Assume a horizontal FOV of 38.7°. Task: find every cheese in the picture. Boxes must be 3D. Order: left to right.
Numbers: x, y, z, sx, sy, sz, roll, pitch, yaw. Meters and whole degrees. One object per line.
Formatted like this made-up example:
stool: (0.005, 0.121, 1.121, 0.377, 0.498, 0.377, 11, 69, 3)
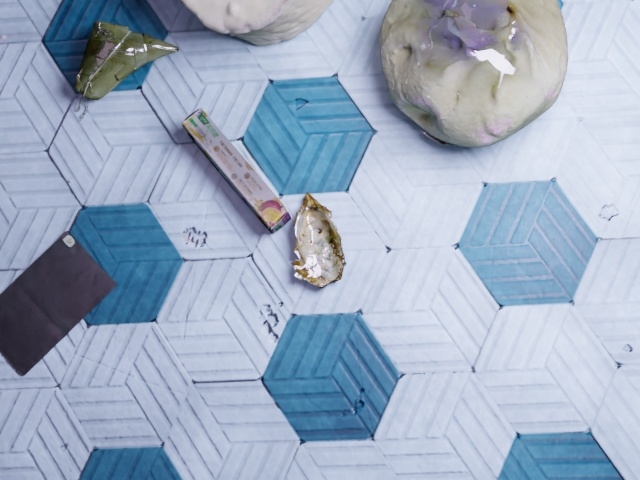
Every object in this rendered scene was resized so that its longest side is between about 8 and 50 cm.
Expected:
cheese: (-0.093, -0.453, 1.286, 0.292, 0.153, 0.332, 28, 98, 13)

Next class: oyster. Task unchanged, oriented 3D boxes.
oyster: (0.000, 0.000, 1.290, 0.086, 0.029, 0.132, 12, 79, 1)

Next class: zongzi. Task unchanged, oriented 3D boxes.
zongzi: (-0.292, -0.236, 1.346, 0.130, 0.062, 0.154, 19, 89, -4)

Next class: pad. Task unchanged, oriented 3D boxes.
pad: (-0.400, 0.091, 1.322, 0.193, 0.004, 0.116, -45, 80, -3)

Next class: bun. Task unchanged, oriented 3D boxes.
bun: (0.214, -0.264, 1.248, 0.273, 0.168, 0.273, -2, 73, 5)

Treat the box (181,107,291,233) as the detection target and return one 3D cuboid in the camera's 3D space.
box: (-0.121, -0.099, 1.306, 0.041, 0.050, 0.207, -40, 80, -3)
